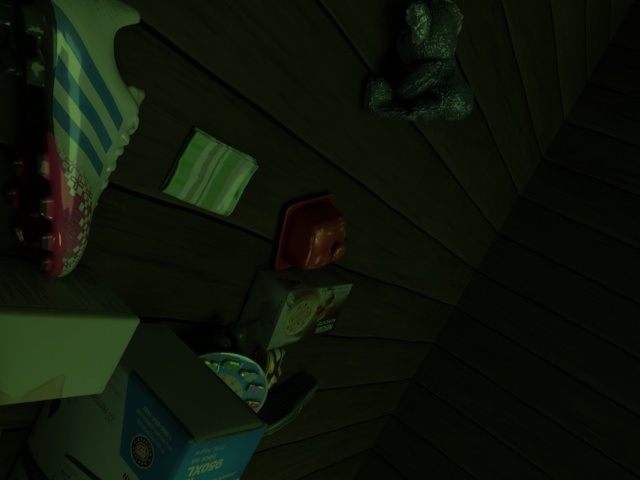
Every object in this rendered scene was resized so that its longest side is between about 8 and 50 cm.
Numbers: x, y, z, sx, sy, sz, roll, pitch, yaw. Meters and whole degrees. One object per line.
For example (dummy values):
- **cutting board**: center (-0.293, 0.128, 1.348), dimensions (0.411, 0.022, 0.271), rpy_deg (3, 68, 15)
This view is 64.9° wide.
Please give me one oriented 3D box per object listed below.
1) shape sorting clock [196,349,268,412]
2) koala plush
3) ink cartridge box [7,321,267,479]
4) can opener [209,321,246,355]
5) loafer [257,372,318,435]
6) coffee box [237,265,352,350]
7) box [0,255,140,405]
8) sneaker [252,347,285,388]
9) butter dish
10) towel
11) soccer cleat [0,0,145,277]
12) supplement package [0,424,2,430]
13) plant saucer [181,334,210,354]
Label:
- **shape sorting clock**: center (-0.200, 0.291, 0.940), dimensions (0.206, 0.040, 0.206), rpy_deg (-6, 118, -11)
- **koala plush**: center (0.215, -0.360, 0.997), dimensions (0.196, 0.203, 0.221), rpy_deg (-24, 124, -45)
- **ink cartridge box**: center (-0.305, 0.364, 0.762), dimensions (0.166, 0.285, 0.395), rpy_deg (18, 102, -58)
- **can opener**: center (-0.168, 0.294, 1.018), dimensions (0.076, 0.095, 0.283), rpy_deg (-32, 141, -39)
- **loafer**: center (-0.095, 0.451, 1.341), dimensions (0.251, 0.094, 0.087), rpy_deg (-22, 130, -46)
- **coffee box**: center (-0.050, 0.141, 1.122), dimensions (0.246, 0.098, 0.141), rpy_deg (1, 116, -56)
- **box**: center (-0.379, 0.094, 0.553), dimensions (0.311, 0.148, 0.121), rpy_deg (19, 101, -58)
- **sneaker**: center (-0.136, 0.340, 1.206), dimensions (0.084, 0.069, 0.185), rpy_deg (3, 115, -51)
- **butter dish**: center (0.000, 0.000, 1.051), dimensions (0.160, 0.118, 0.160), rpy_deg (-21, 133, -48)
- **towel**: center (-0.171, -0.102, 0.801), dimensions (0.113, 0.023, 0.152), rpy_deg (-62, 150, 4)
- **soccer cleat**: center (-0.263, -0.109, 0.566), dimensions (0.143, 0.116, 0.331), rpy_deg (-19, 131, -47)
- **supplement package**: center (-0.425, 0.323, 0.454), dimensions (0.175, 0.177, 0.293), rpy_deg (13, 70, -27)
- **plant saucer**: center (-0.277, 0.299, 0.995), dimensions (0.241, 0.037, 0.241), rpy_deg (-36, 143, -34)
